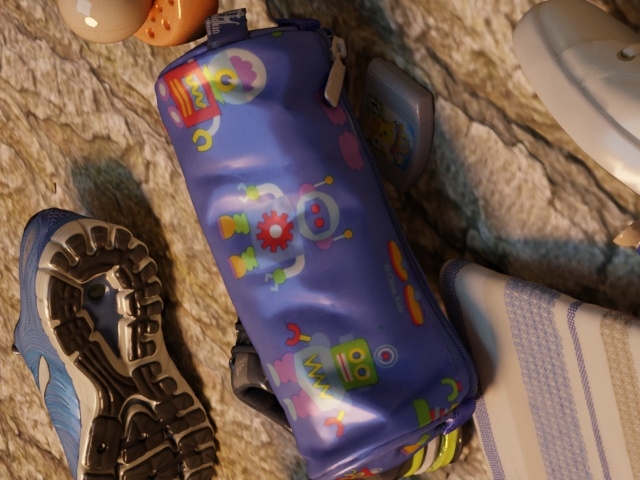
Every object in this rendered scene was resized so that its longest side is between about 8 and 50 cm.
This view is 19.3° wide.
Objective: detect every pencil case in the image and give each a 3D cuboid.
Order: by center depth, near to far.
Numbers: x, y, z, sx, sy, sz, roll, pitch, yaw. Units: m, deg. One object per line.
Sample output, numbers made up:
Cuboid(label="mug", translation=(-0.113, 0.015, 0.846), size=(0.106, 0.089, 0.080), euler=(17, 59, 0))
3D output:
Cuboid(label="pencil case", translation=(0.000, 0.000, 1.208), size=(0.133, 0.119, 0.306), euler=(-23, 89, 27))

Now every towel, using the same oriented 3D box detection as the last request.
Cuboid(label="towel", translation=(0.178, 0.125, 1.137), size=(0.285, 0.034, 0.209), euler=(18, 129, 58))

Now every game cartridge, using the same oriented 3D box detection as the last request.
Cuboid(label="game cartridge", translation=(0.048, -0.072, 1.219), size=(0.056, 0.017, 0.083), euler=(38, 142, 27))

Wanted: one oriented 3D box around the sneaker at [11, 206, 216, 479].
Cuboid(label="sneaker", translation=(-0.183, 0.114, 1.620), size=(0.147, 0.130, 0.330), euler=(37, 140, 56))

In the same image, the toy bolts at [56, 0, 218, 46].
Cuboid(label="toy bolts", translation=(-0.151, -0.242, 1.230), size=(0.228, 0.158, 0.218), euler=(20, 130, 46))

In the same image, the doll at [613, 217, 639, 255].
Cuboid(label="doll", translation=(0.240, 0.051, 1.014), size=(0.189, 0.046, 0.129), euler=(53, 148, 13))

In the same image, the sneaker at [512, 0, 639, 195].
Cuboid(label="sneaker", translation=(0.222, -0.056, 0.933), size=(0.290, 0.106, 0.123), euler=(45, 120, 29))

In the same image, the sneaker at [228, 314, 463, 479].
Cuboid(label="sneaker", translation=(-0.019, 0.047, 1.306), size=(0.300, 0.121, 0.111), euler=(58, 148, 4))
